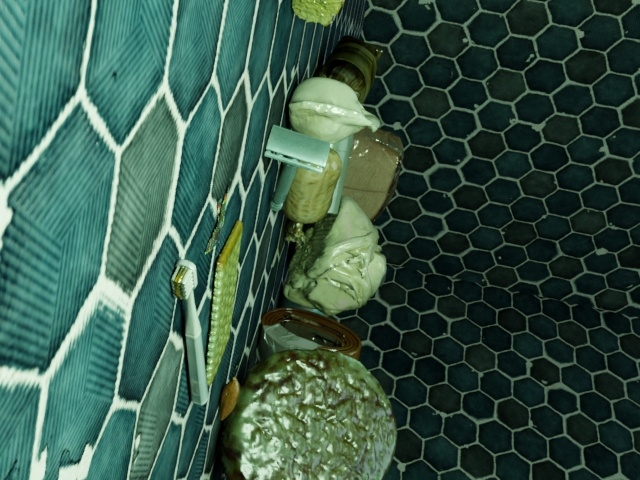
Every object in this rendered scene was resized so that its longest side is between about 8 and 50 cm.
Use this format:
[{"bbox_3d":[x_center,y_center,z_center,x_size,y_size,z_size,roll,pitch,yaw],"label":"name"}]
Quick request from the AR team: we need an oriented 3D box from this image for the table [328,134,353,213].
[{"bbox_3d":[0.002,-0.182,1.789,0.126,0.126,0.220,-49,151,-84],"label":"table"}]

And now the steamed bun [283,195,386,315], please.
[{"bbox_3d":[0.061,0.053,1.895,0.268,0.207,0.280,-44,-158,40],"label":"steamed bun"}]

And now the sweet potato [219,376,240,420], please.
[{"bbox_3d":[-0.166,0.285,1.394,0.034,0.034,0.095,-71,-178,-69],"label":"sweet potato"}]

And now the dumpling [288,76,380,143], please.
[{"bbox_3d":[0.030,-0.248,1.513,0.252,0.179,0.131,-44,141,-82],"label":"dumpling"}]

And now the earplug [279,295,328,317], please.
[{"bbox_3d":[-0.053,0.235,2.261,0.324,0.185,0.185,85,16,-54],"label":"earplug"}]

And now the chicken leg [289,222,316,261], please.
[{"bbox_3d":[0.000,0.000,2.282,0.201,0.153,0.429,-43,-169,6],"label":"chicken leg"}]

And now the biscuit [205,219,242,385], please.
[{"bbox_3d":[-0.147,0.098,1.164,0.139,0.016,0.231,-75,177,-60],"label":"biscuit"}]

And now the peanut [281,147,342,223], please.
[{"bbox_3d":[-0.024,-0.117,1.613,0.253,0.122,0.137,102,-6,-53],"label":"peanut"}]

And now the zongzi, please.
[{"bbox_3d":[0.027,-0.335,1.909,0.288,0.134,0.286,-61,179,36],"label":"zongzi"}]

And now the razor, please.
[{"bbox_3d":[-0.063,-0.118,1.406,0.232,0.106,0.068,121,-15,-62],"label":"razor"}]

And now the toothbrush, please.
[{"bbox_3d":[-0.158,0.127,0.957,0.342,0.025,0.030,97,12,-55],"label":"toothbrush"}]

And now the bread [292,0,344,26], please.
[{"bbox_3d":[0.003,-0.423,1.212,0.156,0.086,0.125,88,13,-82],"label":"bread"}]

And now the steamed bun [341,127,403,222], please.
[{"bbox_3d":[0.085,-0.202,2.175,0.199,0.251,0.301,-104,-145,-56],"label":"steamed bun"}]

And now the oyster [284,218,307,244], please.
[{"bbox_3d":[-0.057,-0.041,1.908,0.177,0.056,0.105,-93,-159,-64],"label":"oyster"}]

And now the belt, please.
[{"bbox_3d":[-0.030,0.250,1.796,0.184,0.261,0.105,-27,130,-54],"label":"belt"}]

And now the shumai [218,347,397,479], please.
[{"bbox_3d":[-0.065,0.420,1.635,0.348,0.395,0.395,-29,-136,59],"label":"shumai"}]

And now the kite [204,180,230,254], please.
[{"bbox_3d":[-0.134,-0.021,1.015,0.090,0.004,0.122,99,4,-52],"label":"kite"}]
